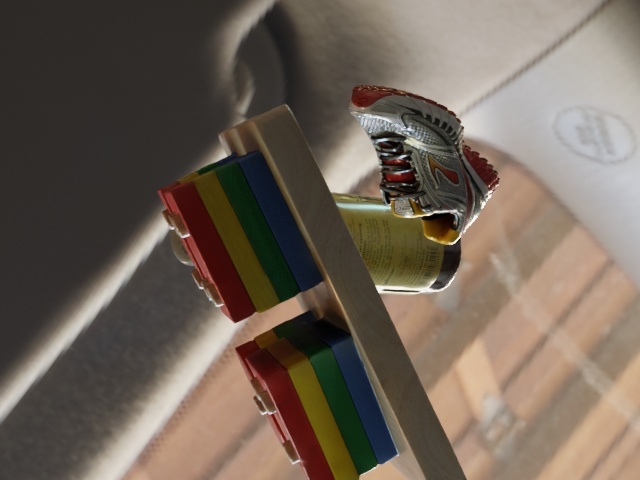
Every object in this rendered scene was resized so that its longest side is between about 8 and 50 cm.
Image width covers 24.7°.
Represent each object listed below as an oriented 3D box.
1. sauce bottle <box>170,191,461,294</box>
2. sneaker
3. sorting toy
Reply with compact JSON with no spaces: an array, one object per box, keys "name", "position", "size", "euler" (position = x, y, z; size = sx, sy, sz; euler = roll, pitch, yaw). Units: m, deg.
[{"name":"sauce bottle","position":[0.000,0.000,1.581],"size":[0.344,0.111,0.111],"euler":[5,-74,-41]},{"name":"sneaker","position":[0.095,-0.070,1.383],"size":[0.225,0.088,0.093],"euler":[43,-110,-45]},{"name":"sorting toy","position":[-0.022,0.049,0.974],"size":[0.089,0.257,0.255],"euler":[-26,-84,-7]}]
